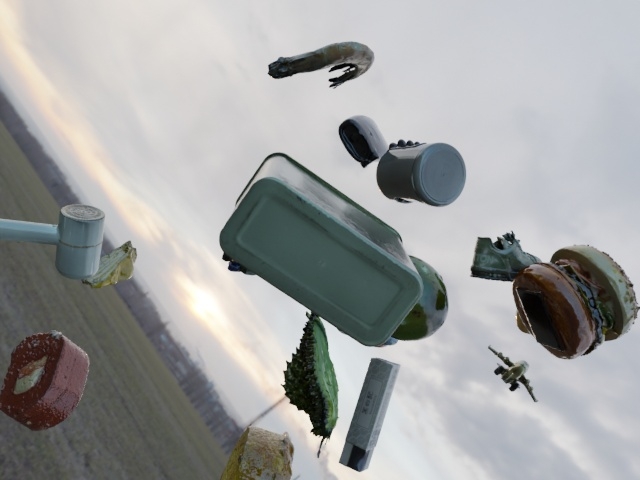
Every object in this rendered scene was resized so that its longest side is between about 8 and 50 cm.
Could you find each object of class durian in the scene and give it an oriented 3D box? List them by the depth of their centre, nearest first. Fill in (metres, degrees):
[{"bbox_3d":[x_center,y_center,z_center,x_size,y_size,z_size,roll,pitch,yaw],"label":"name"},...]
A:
[{"bbox_3d":[-0.021,0.351,1.403,0.132,0.107,0.374,30,43,-42],"label":"durian"}]

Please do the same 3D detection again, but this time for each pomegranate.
[{"bbox_3d":[0.189,0.166,1.509,0.236,0.302,0.235,164,-90,-87],"label":"pomegranate"}]

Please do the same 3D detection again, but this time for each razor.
[{"bbox_3d":[0.176,-0.389,2.202,0.204,0.114,0.349,57,18,-2],"label":"razor"}]

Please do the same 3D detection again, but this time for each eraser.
[{"bbox_3d":[0.182,0.634,2.091,0.097,0.403,0.098,17,-3,28],"label":"eraser"}]

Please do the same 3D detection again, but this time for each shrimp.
[{"bbox_3d":[0.002,-0.357,1.172,0.152,0.220,0.046,50,31,-82],"label":"shrimp"}]

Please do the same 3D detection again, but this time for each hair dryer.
[{"bbox_3d":[-0.731,-0.011,1.409,0.107,0.358,0.172,-124,-134,-62],"label":"hair dryer"}]

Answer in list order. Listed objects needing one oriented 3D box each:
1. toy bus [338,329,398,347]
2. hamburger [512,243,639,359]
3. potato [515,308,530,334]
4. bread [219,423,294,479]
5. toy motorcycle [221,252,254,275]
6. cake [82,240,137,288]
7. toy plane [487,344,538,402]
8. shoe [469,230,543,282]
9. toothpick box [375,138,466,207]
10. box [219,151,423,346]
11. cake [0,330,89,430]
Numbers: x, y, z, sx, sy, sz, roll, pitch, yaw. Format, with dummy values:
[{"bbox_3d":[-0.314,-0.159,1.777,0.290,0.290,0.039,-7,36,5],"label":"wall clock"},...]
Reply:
[{"bbox_3d":[0.190,0.209,1.778,0.232,0.287,0.194,39,3,40],"label":"toy bus"},{"bbox_3d":[0.653,0.155,1.459,0.291,0.225,0.290,158,-90,-80],"label":"hamburger"},{"bbox_3d":[0.713,0.199,1.817,0.146,0.234,0.150,43,-8,43],"label":"potato"},{"bbox_3d":[-0.240,0.866,2.033,0.216,0.397,0.398,26,-16,-6],"label":"bread"},{"bbox_3d":[-0.169,0.049,1.877,0.125,0.331,0.196,27,-73,37],"label":"toy motorcycle"},{"bbox_3d":[-0.606,0.069,1.670,0.080,0.185,0.116,31,-72,29],"label":"cake"},{"bbox_3d":[0.658,0.450,1.937,0.242,0.104,0.256,52,4,20],"label":"toy plane"},{"bbox_3d":[0.572,0.046,1.653,0.109,0.293,0.149,-166,-101,-70],"label":"shoe"},{"bbox_3d":[0.318,-0.235,1.944,0.228,0.229,0.316,61,-20,-20],"label":"toothpick box"},{"bbox_3d":[0.000,0.000,1.077,0.352,0.177,0.344,35,10,-8],"label":"box"},{"bbox_3d":[-0.798,0.400,1.659,0.282,0.177,0.150,-99,164,-45],"label":"cake"}]
